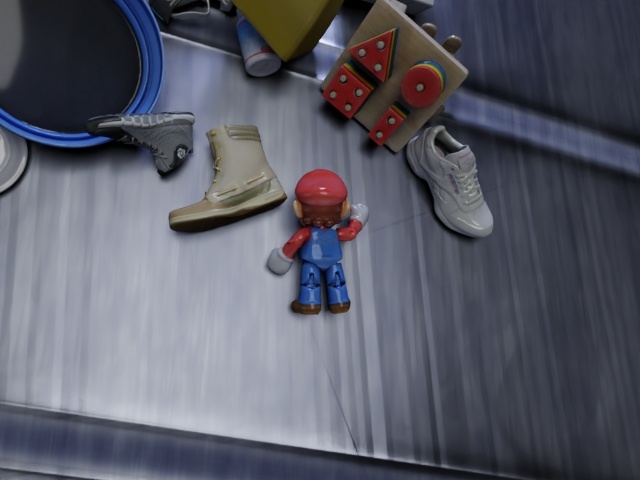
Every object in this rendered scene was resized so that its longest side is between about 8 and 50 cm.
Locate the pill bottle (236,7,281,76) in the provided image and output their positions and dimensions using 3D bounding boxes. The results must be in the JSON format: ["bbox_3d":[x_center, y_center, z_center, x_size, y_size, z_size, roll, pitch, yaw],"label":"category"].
[{"bbox_3d":[-0.153,-0.485,1.138,0.087,0.087,0.160,-12,81,-17],"label":"pill bottle"}]

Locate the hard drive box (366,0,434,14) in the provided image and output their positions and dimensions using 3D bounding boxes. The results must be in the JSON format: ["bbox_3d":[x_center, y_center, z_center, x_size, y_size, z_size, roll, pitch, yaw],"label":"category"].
[{"bbox_3d":[0.184,-0.709,1.220,0.232,0.089,0.180,1,98,-29],"label":"hard drive box"}]

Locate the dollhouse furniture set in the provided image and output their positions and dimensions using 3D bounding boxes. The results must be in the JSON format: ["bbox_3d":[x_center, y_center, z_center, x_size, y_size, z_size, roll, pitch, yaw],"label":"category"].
[{"bbox_3d":[0.242,-0.461,1.195,0.242,0.161,0.212,21,73,-9],"label":"dollhouse furniture set"}]

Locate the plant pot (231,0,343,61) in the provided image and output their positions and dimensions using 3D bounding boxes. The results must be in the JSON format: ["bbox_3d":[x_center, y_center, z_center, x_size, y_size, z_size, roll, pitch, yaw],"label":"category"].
[{"bbox_3d":[-0.056,-0.563,1.066,0.212,0.187,0.212,48,33,-10],"label":"plant pot"}]

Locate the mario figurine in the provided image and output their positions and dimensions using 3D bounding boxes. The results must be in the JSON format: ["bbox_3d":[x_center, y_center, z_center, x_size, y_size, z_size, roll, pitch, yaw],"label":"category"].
[{"bbox_3d":[0.000,0.000,1.072,0.198,0.170,0.320,3,86,-50],"label":"mario figurine"}]

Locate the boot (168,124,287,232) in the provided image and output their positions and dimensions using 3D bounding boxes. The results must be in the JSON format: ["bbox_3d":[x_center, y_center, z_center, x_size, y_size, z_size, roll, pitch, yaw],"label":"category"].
[{"bbox_3d":[-0.225,-0.140,1.036,0.262,0.095,0.203,-19,83,-19],"label":"boot"}]

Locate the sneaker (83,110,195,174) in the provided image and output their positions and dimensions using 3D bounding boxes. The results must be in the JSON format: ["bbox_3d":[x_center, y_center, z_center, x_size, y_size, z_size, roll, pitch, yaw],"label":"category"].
[{"bbox_3d":[-0.362,-0.197,0.990,0.229,0.086,0.132,-16,114,-39],"label":"sneaker"}]

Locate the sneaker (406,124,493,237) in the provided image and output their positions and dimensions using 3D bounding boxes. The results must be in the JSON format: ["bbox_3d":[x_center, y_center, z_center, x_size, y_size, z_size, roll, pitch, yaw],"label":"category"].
[{"bbox_3d":[0.327,-0.139,1.149,0.114,0.152,0.305,-35,89,-21],"label":"sneaker"}]

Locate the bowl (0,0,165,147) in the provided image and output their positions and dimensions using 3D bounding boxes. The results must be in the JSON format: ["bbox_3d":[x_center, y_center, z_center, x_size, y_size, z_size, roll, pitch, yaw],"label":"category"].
[{"bbox_3d":[-0.515,-0.381,0.946,0.391,0.077,0.390,-6,100,-35],"label":"bowl"}]

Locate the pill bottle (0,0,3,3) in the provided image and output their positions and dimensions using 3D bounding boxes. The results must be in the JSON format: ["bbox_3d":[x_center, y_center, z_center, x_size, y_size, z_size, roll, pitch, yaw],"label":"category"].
[{"bbox_3d":[-0.674,-0.479,0.965,0.160,0.160,0.283,39,72,-3],"label":"pill bottle"}]

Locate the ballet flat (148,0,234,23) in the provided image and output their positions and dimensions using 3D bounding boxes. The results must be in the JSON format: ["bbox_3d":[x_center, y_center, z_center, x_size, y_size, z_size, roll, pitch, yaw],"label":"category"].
[{"bbox_3d":[-0.267,-0.590,1.139,0.281,0.095,0.096,-25,95,-8],"label":"ballet flat"}]

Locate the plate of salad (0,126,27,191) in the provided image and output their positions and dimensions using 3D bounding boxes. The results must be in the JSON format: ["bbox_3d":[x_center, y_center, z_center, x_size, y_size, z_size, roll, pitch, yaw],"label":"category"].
[{"bbox_3d":[-0.700,-0.177,0.949,0.200,0.048,0.199,4,80,-24],"label":"plate of salad"}]

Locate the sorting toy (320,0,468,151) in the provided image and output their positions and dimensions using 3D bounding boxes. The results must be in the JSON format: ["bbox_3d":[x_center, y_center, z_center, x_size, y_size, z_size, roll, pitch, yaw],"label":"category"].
[{"bbox_3d":[0.152,-0.362,1.094,0.257,0.255,0.089,41,41,-2],"label":"sorting toy"}]
